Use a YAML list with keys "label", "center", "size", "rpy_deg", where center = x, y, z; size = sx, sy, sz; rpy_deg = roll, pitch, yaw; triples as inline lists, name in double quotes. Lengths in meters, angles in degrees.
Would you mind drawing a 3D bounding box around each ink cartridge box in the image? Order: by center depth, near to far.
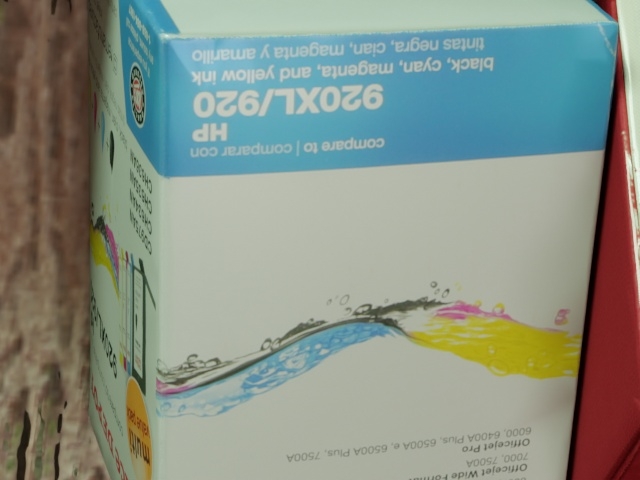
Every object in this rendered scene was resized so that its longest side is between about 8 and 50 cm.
- label: "ink cartridge box"
  center: [0.000, 0.000, 0.761]
  size: [0.168, 0.171, 0.232]
  rpy_deg: [-4, 115, -15]

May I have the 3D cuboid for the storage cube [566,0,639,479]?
- label: "storage cube"
  center: [0.190, 0.021, 0.751]
  size: [0.184, 0.215, 0.193]
  rpy_deg: [1, 154, -3]
